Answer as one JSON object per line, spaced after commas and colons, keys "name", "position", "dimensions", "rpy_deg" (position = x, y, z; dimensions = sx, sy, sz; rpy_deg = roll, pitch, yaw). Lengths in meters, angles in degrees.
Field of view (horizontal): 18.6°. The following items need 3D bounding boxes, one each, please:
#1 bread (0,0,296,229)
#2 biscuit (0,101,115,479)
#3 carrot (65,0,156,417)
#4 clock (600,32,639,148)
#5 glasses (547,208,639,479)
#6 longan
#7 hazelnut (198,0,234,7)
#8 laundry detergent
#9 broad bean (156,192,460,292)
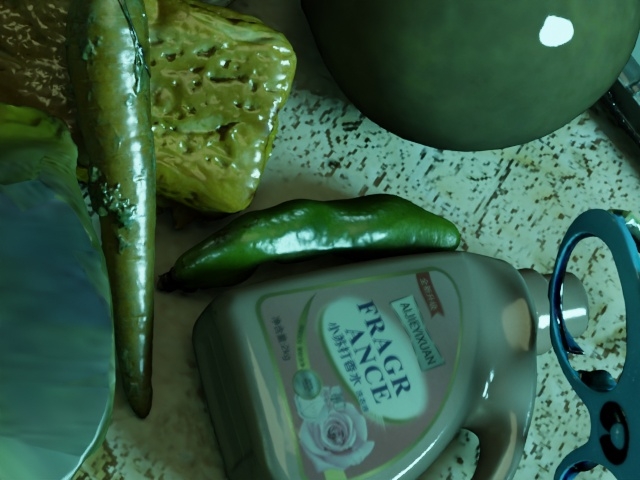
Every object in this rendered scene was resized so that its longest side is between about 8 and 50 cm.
{"name": "bread", "position": [-0.154, -0.100, 1.135], "dimensions": [0.271, 0.077, 0.139], "rpy_deg": [17, 91, -6]}
{"name": "biscuit", "position": [-0.205, 0.090, 0.999], "dimensions": [0.329, 0.078, 0.335], "rpy_deg": [-35, 98, -35]}
{"name": "carrot", "position": [-0.110, -0.024, 1.087], "dimensions": [0.049, 0.049, 0.254], "rpy_deg": [-8, 99, -21]}
{"name": "clock", "position": [0.292, -0.149, 1.327], "dimensions": [0.279, 0.049, 0.273], "rpy_deg": [-32, 79, -27]}
{"name": "glasses", "position": [0.198, 0.095, 1.144], "dimensions": [0.207, 0.102, 0.239], "rpy_deg": [-12, 103, -59]}
{"name": "longan", "position": [0.088, -0.154, 1.187], "dimensions": [0.212, 0.198, 0.198], "rpy_deg": [44, 61, 8]}
{"name": "hazelnut", "position": [-0.100, -0.206, 1.185], "dimensions": [0.154, 0.143, 0.143], "rpy_deg": [39, 59, -16]}
{"name": "laundry detergent", "position": [0.057, 0.093, 1.125], "dimensions": [0.237, 0.076, 0.171], "rpy_deg": [-8, 72, -25]}
{"name": "broad bean", "position": [0.000, -0.002, 1.156], "dimensions": [0.195, 0.061, 0.046], "rpy_deg": [-11, 73, -22]}
